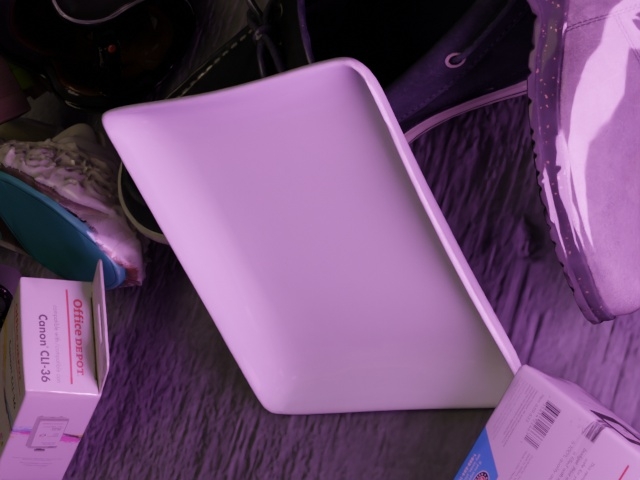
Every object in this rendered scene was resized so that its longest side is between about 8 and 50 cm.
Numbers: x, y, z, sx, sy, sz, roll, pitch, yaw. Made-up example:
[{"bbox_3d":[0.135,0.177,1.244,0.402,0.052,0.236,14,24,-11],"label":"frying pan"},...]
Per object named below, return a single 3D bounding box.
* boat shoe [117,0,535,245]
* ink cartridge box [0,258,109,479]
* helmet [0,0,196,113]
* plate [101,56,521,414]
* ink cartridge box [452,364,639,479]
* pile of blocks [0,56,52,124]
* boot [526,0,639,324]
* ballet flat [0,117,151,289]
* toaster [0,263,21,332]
[{"bbox_3d":[0.014,-0.138,1.477,0.500,0.156,0.186,-24,59,35],"label":"boat shoe"},{"bbox_3d":[-0.233,0.109,1.675,0.198,0.067,0.115,120,148,-49],"label":"ink cartridge box"},{"bbox_3d":[-0.212,-0.211,1.780,0.161,0.169,0.169,41,105,28],"label":"helmet"},{"bbox_3d":[0.000,0.000,1.415,0.278,0.277,0.045,-7,27,47],"label":"plate"},{"bbox_3d":[0.171,0.168,1.248,0.104,0.060,0.180,-60,39,8],"label":"ink cartridge box"},{"bbox_3d":[-0.303,-0.212,1.897,0.113,0.149,0.362,-25,29,41],"label":"pile of blocks"},{"bbox_3d":[0.239,-0.118,1.245,0.223,0.118,0.338,-7,104,9],"label":"boot"},{"bbox_3d":[-0.263,-0.057,1.809,0.409,0.147,0.147,13,82,50],"label":"ballet flat"},{"bbox_3d":[-0.372,0.112,1.858,0.186,0.110,0.168,-25,54,40],"label":"toaster"}]
